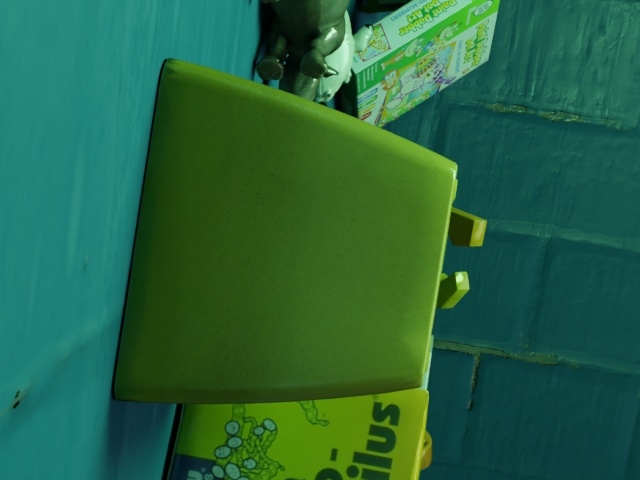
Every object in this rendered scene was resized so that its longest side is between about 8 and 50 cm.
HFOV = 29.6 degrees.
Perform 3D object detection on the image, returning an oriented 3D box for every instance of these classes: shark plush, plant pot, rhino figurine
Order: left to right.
[{"bbox_3d":[-0.013,-0.187,1.058,0.243,0.073,0.106,94,10,-53],"label":"rhino figurine"},{"bbox_3d":[-0.009,0.007,0.824,0.212,0.187,0.212,-3,102,-84],"label":"plant pot"},{"bbox_3d":[0.012,-0.198,1.410,0.067,0.073,0.161,-165,-102,-65],"label":"shark plush"}]

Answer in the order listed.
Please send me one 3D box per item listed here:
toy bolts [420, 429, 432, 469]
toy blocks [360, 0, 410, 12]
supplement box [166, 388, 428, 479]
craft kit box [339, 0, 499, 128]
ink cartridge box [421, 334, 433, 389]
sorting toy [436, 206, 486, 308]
[{"bbox_3d":[0.017,0.318,1.626,0.228,0.218,0.159,-27,135,-58],"label":"toy bolts"},{"bbox_3d":[0.156,-0.492,1.888,0.381,0.190,0.261,-26,112,-75],"label":"toy blocks"},{"bbox_3d":[-0.014,0.230,1.087,0.356,0.195,0.194,74,25,-76],"label":"supplement box"},{"bbox_3d":[0.141,-0.270,1.759,0.246,0.061,0.250,-35,165,-7],"label":"craft kit box"},{"bbox_3d":[0.057,0.270,1.846,0.198,0.197,0.270,-29,127,-83],"label":"ink cartridge box"},{"bbox_3d":[0.074,0.006,1.405,0.307,0.041,0.229,26,-68,49],"label":"sorting toy"}]
